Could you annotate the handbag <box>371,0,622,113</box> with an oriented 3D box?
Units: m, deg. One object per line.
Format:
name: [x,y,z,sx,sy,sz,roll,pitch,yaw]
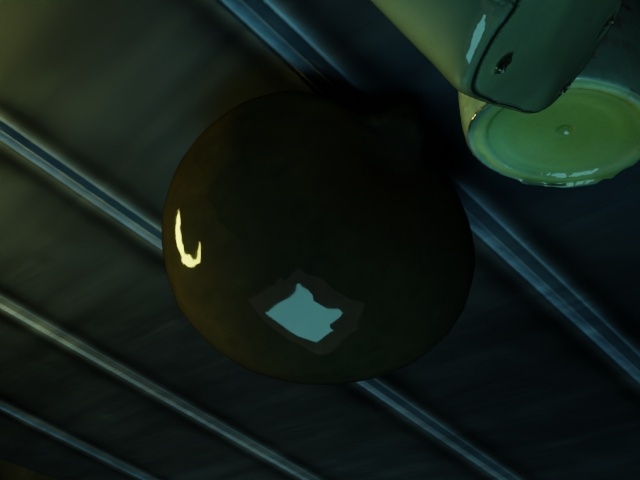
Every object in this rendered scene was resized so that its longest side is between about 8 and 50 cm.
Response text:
handbag: [0.022,-0.199,0.660,0.315,0.109,0.241,36,-166,20]

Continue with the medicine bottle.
medicine bottle: [0.176,-0.133,0.795,0.147,0.143,0.147,4,152,2]

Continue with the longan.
longan: [0.000,0.000,1.006,0.300,0.243,0.300,-3,117,-5]
